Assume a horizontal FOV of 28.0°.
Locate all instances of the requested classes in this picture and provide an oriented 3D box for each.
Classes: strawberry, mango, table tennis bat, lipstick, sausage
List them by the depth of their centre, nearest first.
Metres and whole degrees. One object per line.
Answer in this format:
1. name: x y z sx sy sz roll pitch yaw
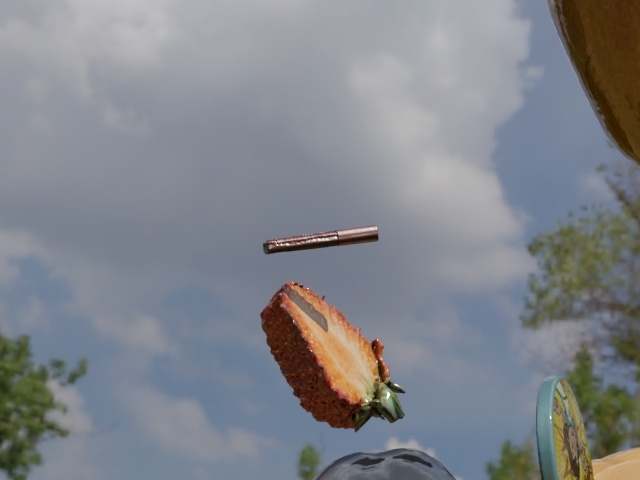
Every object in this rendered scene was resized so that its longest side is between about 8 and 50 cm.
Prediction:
1. mango: 0.349 -0.241 1.306 0.221 0.378 0.264 -18 20 -17
2. table tennis bat: 0.311 0.330 1.598 0.044 0.329 0.215 -10 -18 21
3. sausage: 0.411 0.368 1.824 0.241 0.120 0.136 -11 -20 -29
4. lipstick: 0.000 0.000 1.904 0.176 0.027 0.027 -7 -20 -17
5. strawberry: 0.005 0.191 1.976 0.106 0.188 0.286 -35 -74 27

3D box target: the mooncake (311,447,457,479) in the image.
1. mooncake: 0.076 0.400 1.469 0.306 0.306 0.154 15 -32 -7
